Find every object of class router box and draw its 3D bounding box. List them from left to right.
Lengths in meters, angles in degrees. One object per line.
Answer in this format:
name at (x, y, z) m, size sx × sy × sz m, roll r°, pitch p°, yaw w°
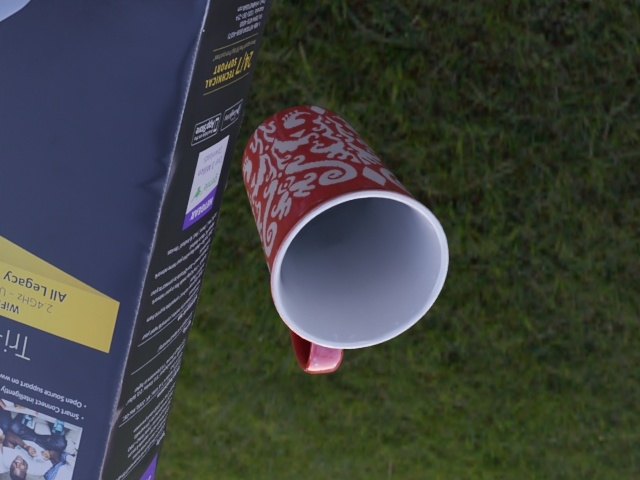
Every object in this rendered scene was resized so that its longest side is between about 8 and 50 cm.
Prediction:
router box at (-0.196, -0.031, 0.459) m, size 0.309 × 0.081 × 0.243 m, roll 20°, pitch 111°, yaw 8°

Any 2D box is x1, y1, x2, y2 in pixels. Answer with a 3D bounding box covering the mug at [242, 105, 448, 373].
mug at (-0.006, -0.006, 0.772) m, size 0.113 × 0.169 × 0.150 m, roll 32°, pitch 106°, yaw -28°
